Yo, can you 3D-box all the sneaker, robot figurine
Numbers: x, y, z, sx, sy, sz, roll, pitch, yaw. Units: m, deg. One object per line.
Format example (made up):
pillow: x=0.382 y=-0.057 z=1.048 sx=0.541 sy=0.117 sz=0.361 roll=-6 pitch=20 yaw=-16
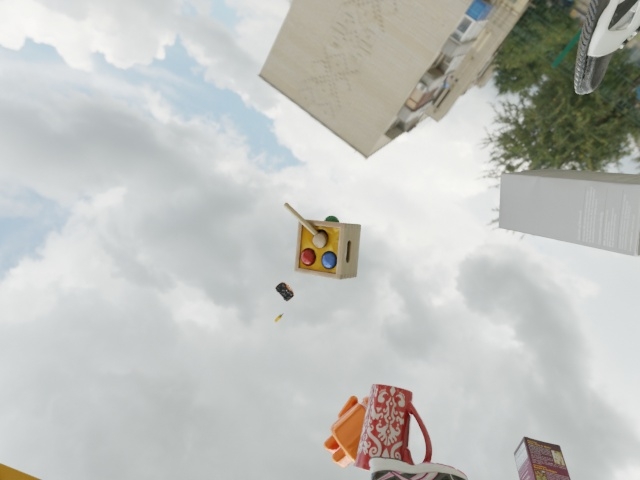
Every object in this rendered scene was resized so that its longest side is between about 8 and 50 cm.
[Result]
sneaker: x=0.494 y=-0.374 z=0.729 sx=0.146 sy=0.331 sz=0.122 roll=15 pitch=-137 yaw=14
sneaker: x=0.175 y=0.448 z=0.875 sx=0.178 sy=0.072 sz=0.077 roll=2 pitch=-123 yaw=9
robot figurine: x=0.113 y=0.500 z=1.279 sx=0.128 sy=0.219 sz=0.158 roll=53 pitch=173 yaw=-6

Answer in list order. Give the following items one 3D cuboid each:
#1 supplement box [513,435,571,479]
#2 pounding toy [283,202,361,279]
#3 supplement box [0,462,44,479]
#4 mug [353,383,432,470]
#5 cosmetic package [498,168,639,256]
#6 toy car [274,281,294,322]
supplement box: x=0.590 y=0.630 z=1.268 sx=0.104 sy=0.081 sz=0.188 roll=13 pitch=-148 yaw=2
pounding toy: x=0.000 y=0.000 z=0.970 sx=0.130 sy=0.141 sz=0.100 roll=7 pitch=-176 yaw=32
supplement box: x=-0.509 y=0.500 z=0.833 sx=0.191 sy=0.194 sz=0.129 roll=29 pitch=-132 yaw=-11
mug: x=0.156 y=0.399 z=1.007 sx=0.150 sy=0.113 sz=0.169 roll=8 pitch=-113 yaw=9
cosmetic package: x=0.399 y=-0.052 z=0.724 sx=0.127 sy=0.107 sz=0.238 roll=-8 pitch=-169 yaw=-23
toy car: x=-0.118 y=0.177 z=1.423 sx=0.060 sy=0.122 sz=0.040 roll=32 pitch=-160 yaw=6
